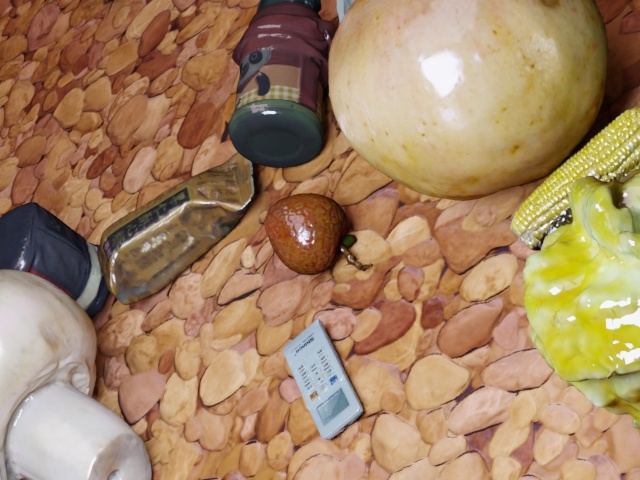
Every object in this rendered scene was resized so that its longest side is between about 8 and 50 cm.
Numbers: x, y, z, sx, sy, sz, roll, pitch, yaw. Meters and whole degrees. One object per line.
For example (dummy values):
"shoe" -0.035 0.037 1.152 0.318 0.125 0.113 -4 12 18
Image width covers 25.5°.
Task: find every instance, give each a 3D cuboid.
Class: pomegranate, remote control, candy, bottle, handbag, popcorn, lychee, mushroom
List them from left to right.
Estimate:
"mushroom" -0.413 0.211 1.816 0.353 0.325 0.353 -19 23 9
"handbag" -0.436 0.077 2.062 0.254 0.181 0.181 -32 42 26
"candy" -0.195 -0.021 1.975 0.271 0.101 0.143 -36 34 9
"bottle" -0.055 -0.239 1.975 0.156 0.143 0.271 -4 56 12
"lychee" -0.006 0.000 1.774 0.101 0.140 0.114 -42 0 17
"remote control" 0.004 0.164 1.680 0.061 0.029 0.162 -41 44 15
"pomegranate" 0.154 -0.215 1.595 0.338 0.338 0.338 -26 44 28
"popcorn" 0.317 0.042 1.286 0.282 0.282 0.247 -29 56 26

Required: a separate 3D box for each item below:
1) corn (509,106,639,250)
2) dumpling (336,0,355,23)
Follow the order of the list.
"corn" 0.295 -0.064 1.545 0.203 0.072 0.072 -41 39 14
"dumpling" 0.088 -0.330 1.925 0.152 0.108 0.219 -139 51 -73
